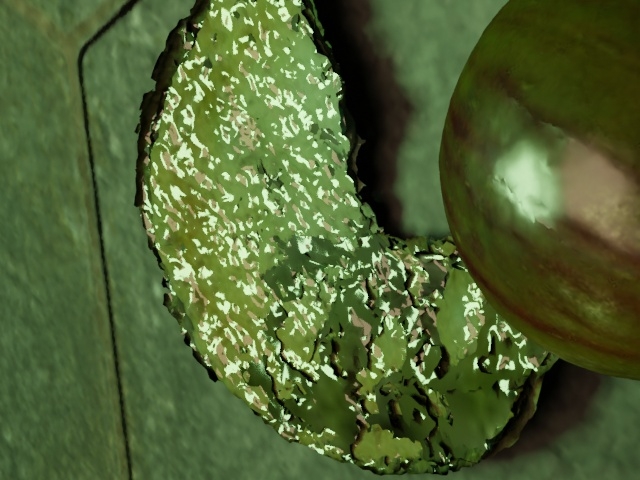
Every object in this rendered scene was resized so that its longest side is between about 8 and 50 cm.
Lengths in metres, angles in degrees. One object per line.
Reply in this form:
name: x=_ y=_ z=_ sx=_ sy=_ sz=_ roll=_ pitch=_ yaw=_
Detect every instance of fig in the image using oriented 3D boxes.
fig: x=0.139 y=0.011 z=0.453 sx=0.236 sy=0.124 sz=0.124 roll=35 pitch=127 yaw=16

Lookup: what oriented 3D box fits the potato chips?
potato chips: x=0.003 y=-0.001 z=0.636 sx=0.220 sy=0.029 sz=0.202 roll=46 pitch=132 yaw=27
